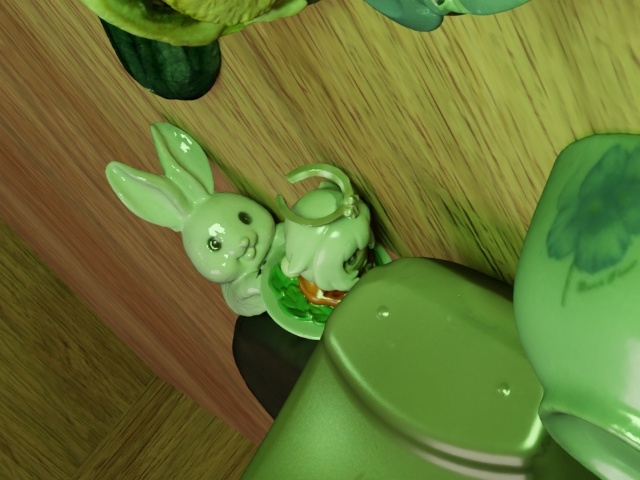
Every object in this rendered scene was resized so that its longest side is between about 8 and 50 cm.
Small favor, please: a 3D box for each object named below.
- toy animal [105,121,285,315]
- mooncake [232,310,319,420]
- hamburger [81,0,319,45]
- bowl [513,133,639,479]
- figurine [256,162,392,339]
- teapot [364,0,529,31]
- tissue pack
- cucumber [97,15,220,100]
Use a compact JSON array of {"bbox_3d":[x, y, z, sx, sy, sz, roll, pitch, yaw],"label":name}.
[{"bbox_3d":[-0.114,-0.023,1.537,0.221,0.103,0.131,47,166,-32],"label":"toy animal"},{"bbox_3d":[0.027,0.160,1.682,0.283,0.141,0.283,39,159,19],"label":"mooncake"},{"bbox_3d":[-0.093,-0.189,0.864,0.135,0.155,0.207,38,175,27],"label":"hamburger"},{"bbox_3d":[0.223,0.082,0.888,0.289,0.146,0.289,37,166,11],"label":"bowl"},{"bbox_3d":[0.000,0.000,1.315,0.132,0.132,0.153,33,153,26],"label":"figurine"},{"bbox_3d":[0.068,-0.140,0.652,0.149,0.108,0.111,33,167,26],"label":"teapot"},{"bbox_3d":[0.092,0.222,1.190,0.267,0.387,0.277,31,-178,31],"label":"tissue pack"},{"bbox_3d":[-0.141,-0.174,1.216,0.115,0.063,0.244,35,168,20],"label":"cucumber"}]
